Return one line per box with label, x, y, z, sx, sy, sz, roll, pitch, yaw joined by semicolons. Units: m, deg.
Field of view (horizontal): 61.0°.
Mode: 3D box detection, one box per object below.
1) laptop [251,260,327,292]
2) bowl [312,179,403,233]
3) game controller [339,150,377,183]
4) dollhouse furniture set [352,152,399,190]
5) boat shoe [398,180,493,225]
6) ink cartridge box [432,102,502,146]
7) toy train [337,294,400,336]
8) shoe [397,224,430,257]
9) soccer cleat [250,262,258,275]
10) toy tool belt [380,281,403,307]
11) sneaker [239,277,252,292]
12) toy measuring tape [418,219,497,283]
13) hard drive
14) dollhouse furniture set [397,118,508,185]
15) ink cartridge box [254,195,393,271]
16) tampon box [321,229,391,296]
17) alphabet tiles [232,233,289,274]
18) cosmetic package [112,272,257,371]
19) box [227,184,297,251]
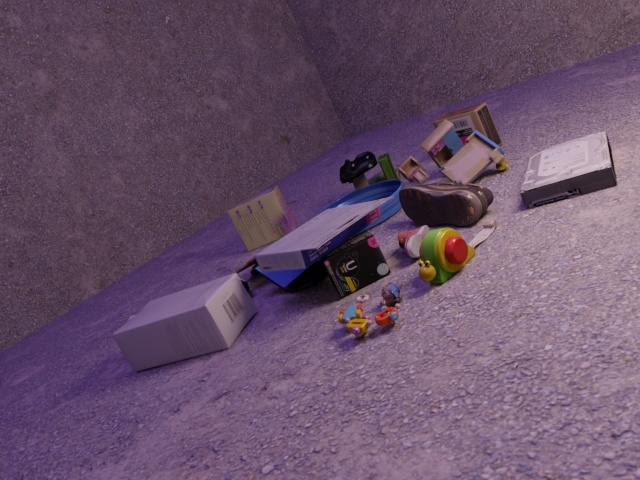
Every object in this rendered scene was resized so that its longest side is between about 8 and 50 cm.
laptop;-0.048;0.051;1.778;0.234;0.136;0.264;-40;9;-39
bowl;0.153;-0.118;2.135;0.391;0.077;0.391;-24;15;7
game controller;0.159;-0.312;2.304;0.166;0.067;0.319;-20;15;8
dollhouse furniture set;0.244;-0.301;2.440;0.197;0.151;0.301;-21;16;18
boat shoe;0.392;-0.119;1.708;0.130;0.132;0.355;-23;21;-27
ink cartridge box;0.609;-0.448;2.261;0.088;0.193;0.234;-37;18;-29
toy train;0.114;0.183;1.280;0.125;0.046;0.166;-30;19;-17
shoe;0.260;0.010;1.580;0.081;0.063;0.178;-18;12;31
soccer cleat;-0.191;0.095;2.037;0.179;0.060;0.072;-21;24;41
toy tool belt;0.177;0.132;1.329;0.051;0.052;0.083;-28;14;26
sneaker;-0.334;0.194;1.845;0.235;0.094;0.153;-20;3;-33
toy measuring tape;0.347;-0.006;1.391;0.330;0.121;0.121;-37;19;-34
hard drive;0.713;-0.211;1.571;0.237;0.064;0.339;-17;19;32
dollhouse furniture set;0.511;-0.248;2.016;0.286;0.198;0.303;-46;46;7
ink cartridge box;0.016;-0.015;1.599;0.324;0.071;0.330;-33;16;-33
tampon box;0.096;0.064;1.544;0.161;0.120;0.101;-27;14;-3
alphabet tiles;-0.178;0.032;2.049;0.285;0.011;0.342;-34;-1;24
cosmetic package;-0.421;0.256;1.693;0.385;0.156;0.217;-19;16;27
box;-0.262;-0.101;2.478;0.243;0.213;0.117;-22;16;14
